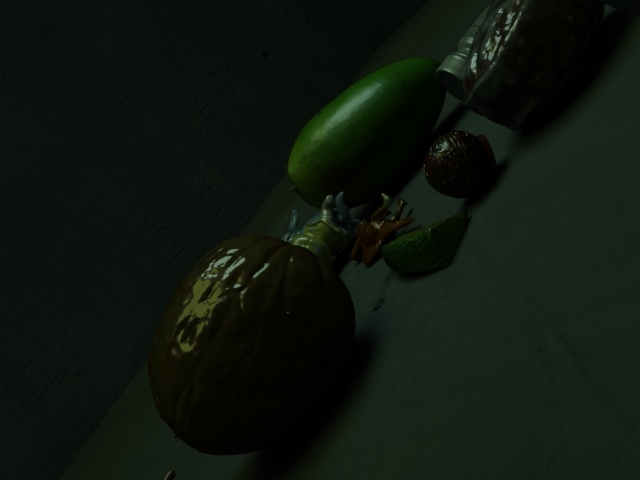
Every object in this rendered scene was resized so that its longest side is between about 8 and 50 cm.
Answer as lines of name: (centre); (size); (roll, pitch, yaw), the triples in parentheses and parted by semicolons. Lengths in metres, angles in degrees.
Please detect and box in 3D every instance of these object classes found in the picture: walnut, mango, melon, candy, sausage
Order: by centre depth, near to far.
walnut: (-0.100, 0.144, 1.288); (0.313, 0.252, 0.277); (-61, 11, -7)
candy: (0.311, -0.293, 1.359); (0.289, 0.157, 0.214); (-63, 0, -26)
melon: (0.140, -0.003, 1.360); (0.114, 0.053, 0.262); (-45, 9, -14)
sausage: (-0.290, 0.452, 1.684); (0.015, 0.015, 0.100); (-37, 17, 54)
mango: (0.101, -0.209, 1.840); (0.382, 0.225, 0.201); (-43, 51, 8)

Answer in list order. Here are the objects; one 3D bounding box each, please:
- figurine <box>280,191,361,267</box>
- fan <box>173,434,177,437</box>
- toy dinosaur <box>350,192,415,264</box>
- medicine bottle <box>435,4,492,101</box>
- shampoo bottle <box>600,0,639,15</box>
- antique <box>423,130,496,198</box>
figurine: (0.000, 0.000, 1.761); (0.208, 0.128, 0.183); (-39, 17, 33)
fan: (-0.190, 0.290, 1.845); (0.335, 0.011, 0.229); (-46, 11, 23)
toy dinosaur: (0.093, -0.010, 1.582); (0.142, 0.057, 0.212); (-60, 7, 10)
medicine bottle: (0.303, -0.345, 1.739); (0.168, 0.105, 0.105); (-51, 10, -7)
shampoo bottle: (0.401, -0.412, 1.048); (0.266, 0.273, 0.273); (-60, 11, -10)
antique: (0.196, -0.108, 1.344); (0.104, 0.104, 0.104); (-48, 10, 11)
